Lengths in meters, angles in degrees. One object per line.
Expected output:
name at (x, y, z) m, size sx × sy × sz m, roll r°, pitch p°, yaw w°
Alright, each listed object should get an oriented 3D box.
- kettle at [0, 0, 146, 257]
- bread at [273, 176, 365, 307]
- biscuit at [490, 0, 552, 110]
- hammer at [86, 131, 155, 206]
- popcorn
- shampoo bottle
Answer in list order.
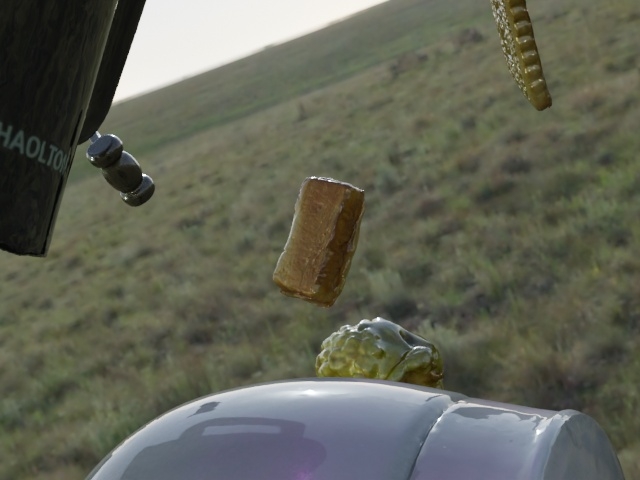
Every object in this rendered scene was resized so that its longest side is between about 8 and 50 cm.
kettle at (-0.170, -0.156, 0.574) m, size 0.262 × 0.308 × 0.203 m, roll 22°, pitch -5°, yaw -40°
bread at (0.000, 0.000, 1.095) m, size 0.074 × 0.132 × 0.053 m, roll 13°, pitch -3°, yaw 33°
biscuit at (0.207, -0.278, 1.213) m, size 0.029 × 0.255 × 0.172 m, roll -18°, pitch 23°, yaw 7°
hammer at (-0.209, -0.109, 0.916) m, size 0.029 × 0.058 × 0.292 m, roll -38°, pitch 38°, yaw -6°
popcorn at (0.099, 0.216, 1.696) m, size 0.218 × 0.169 × 0.189 m, roll 18°, pitch 11°, yaw -43°
shampoo bottle at (0.017, 0.201, 0.510) m, size 0.266 × 0.273 × 0.273 m, roll -8°, pitch 14°, yaw 24°
